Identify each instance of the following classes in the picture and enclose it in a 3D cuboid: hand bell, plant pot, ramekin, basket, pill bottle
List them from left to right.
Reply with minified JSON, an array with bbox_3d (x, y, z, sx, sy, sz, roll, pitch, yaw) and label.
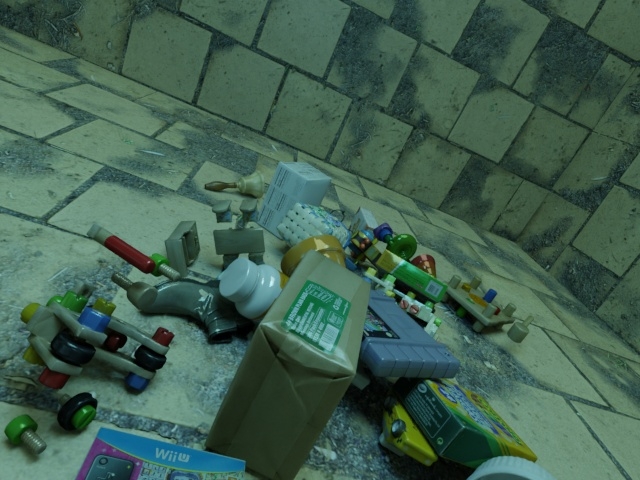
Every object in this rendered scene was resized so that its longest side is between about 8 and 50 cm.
[{"bbox_3d":[-0.373,-0.236,1.776,0.242,0.126,0.126,-7,37,-35],"label":"hand bell"},{"bbox_3d":[-0.121,0.142,1.024,0.245,0.136,0.136,38,11,-37],"label":"pill bottle"},{"bbox_3d":[0.000,0.000,1.516,0.254,0.201,0.289,40,-2,30],"label":"basket"},{"bbox_3d":[0.005,0.118,1.273,0.205,0.205,0.188,5,46,-42],"label":"plant pot"},{"bbox_3d":[0.362,0.506,0.768,0.207,0.207,0.109,37,15,25],"label":"ramekin"}]

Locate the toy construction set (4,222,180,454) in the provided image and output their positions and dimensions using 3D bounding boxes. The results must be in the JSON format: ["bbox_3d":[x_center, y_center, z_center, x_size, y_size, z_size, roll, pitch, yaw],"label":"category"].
[{"bbox_3d":[-0.397,0.115,0.705,0.237,0.309,0.257,29,13,19],"label":"toy construction set"}]

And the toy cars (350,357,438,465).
[{"bbox_3d":[0.116,0.363,0.967,0.176,0.087,0.393,28,10,-48],"label":"toy cars"}]

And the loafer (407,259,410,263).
[{"bbox_3d":[0.384,0.100,1.890,0.056,0.050,0.148,28,22,4],"label":"loafer"}]

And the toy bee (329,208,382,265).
[{"bbox_3d":[0.160,0.025,1.619,0.298,0.195,0.162,21,10,-22],"label":"toy bee"}]

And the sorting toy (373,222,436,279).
[{"bbox_3d":[0.337,0.072,1.564,0.365,0.127,0.126,39,16,-33],"label":"sorting toy"}]

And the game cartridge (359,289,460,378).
[{"bbox_3d":[0.146,0.208,1.033,0.230,0.068,0.355,15,14,-28],"label":"game cartridge"}]

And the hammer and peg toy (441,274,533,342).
[{"bbox_3d":[0.682,0.289,1.696,0.265,0.127,0.361,7,29,-44],"label":"hammer and peg toy"}]

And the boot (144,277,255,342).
[{"bbox_3d":[-0.278,0.169,0.981,0.246,0.083,0.161,0,39,-45],"label":"boot"}]

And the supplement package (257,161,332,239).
[{"bbox_3d":[-0.103,-0.161,1.655,0.145,0.262,0.204,34,23,19],"label":"supplement package"}]

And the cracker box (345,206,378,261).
[{"bbox_3d":[0.181,-0.032,1.823,0.067,0.156,0.232,21,22,-13],"label":"cracker box"}]

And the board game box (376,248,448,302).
[{"bbox_3d":[0.325,0.146,1.525,0.242,0.064,0.316,32,-5,14],"label":"board game box"}]

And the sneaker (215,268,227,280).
[{"bbox_3d":[-0.175,0.137,1.151,0.228,0.087,0.092,14,27,-23],"label":"sneaker"}]

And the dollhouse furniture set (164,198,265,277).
[{"bbox_3d":[-0.280,0.014,1.160,0.242,0.212,0.161,-3,23,-1],"label":"dollhouse furniture set"}]

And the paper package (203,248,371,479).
[{"bbox_3d":[-0.044,0.222,0.803,0.168,0.310,0.325,26,23,3],"label":"paper package"}]

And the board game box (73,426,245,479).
[{"bbox_3d":[-0.222,0.401,0.496,0.224,0.098,0.303,21,22,-14],"label":"board game box"}]

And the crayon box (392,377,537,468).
[{"bbox_3d":[0.339,0.418,0.951,0.323,0.083,0.203,32,8,-27],"label":"crayon box"}]

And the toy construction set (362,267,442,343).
[{"bbox_3d":[0.277,0.221,1.369,0.327,0.151,0.215,44,3,21],"label":"toy construction set"}]
